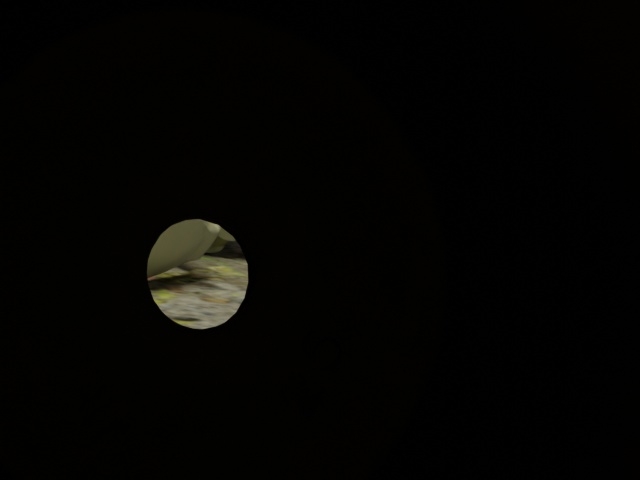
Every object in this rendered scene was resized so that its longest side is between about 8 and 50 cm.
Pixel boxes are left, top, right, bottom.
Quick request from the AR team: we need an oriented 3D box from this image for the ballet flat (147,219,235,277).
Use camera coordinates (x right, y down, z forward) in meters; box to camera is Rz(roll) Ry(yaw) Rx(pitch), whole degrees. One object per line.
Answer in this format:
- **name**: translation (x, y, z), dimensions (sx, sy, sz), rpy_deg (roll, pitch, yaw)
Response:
- **ballet flat**: translation (-0.108, -0.037, 1.134), dimensions (0.147, 0.147, 0.409), rpy_deg (10, 13, 17)

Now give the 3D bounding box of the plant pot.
- **plant pot**: translation (0.000, 0.000, 0.489), dimensions (0.323, 0.323, 0.280), rpy_deg (4, -6, -20)
